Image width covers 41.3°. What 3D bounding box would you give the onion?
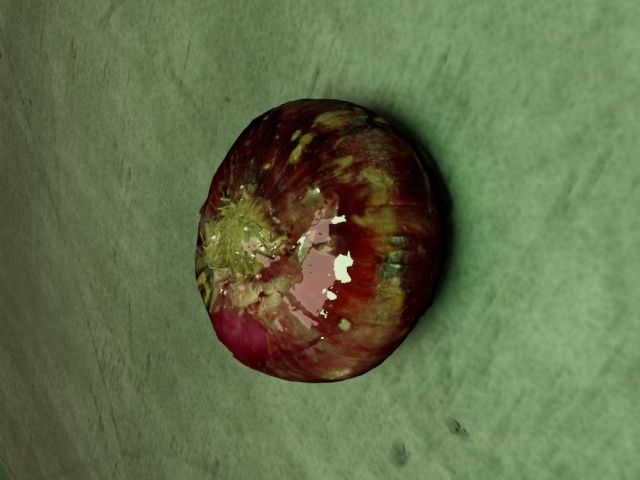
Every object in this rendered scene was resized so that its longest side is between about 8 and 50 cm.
[{"bbox_3d":[0.000,0.000,0.736,0.246,0.190,0.246,-4,83,38],"label":"onion"}]
